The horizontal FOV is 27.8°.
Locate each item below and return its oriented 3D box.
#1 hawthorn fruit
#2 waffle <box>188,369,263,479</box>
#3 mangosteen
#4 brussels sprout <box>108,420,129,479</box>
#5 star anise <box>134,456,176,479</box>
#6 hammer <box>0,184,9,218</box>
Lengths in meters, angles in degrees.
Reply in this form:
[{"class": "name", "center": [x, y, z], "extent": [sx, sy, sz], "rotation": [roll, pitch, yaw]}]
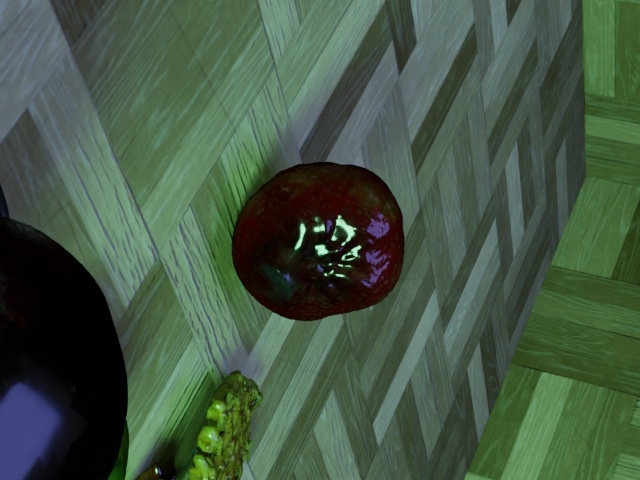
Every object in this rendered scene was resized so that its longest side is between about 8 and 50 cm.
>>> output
[{"class": "hawthorn fruit", "center": [0.000, 0.000, 1.732], "extent": [0.266, 0.230, 0.210], "rotation": [-54, 120, -86]}, {"class": "waffle", "center": [-0.135, 0.299, 1.725], "extent": [0.245, 0.052, 0.254], "rotation": [-26, 129, -79]}, {"class": "mangosteen", "center": [-0.309, 0.101, 0.922], "extent": [0.347, 0.307, 0.307], "rotation": [42, 53, -17]}, {"class": "brussels sprout", "center": [-0.259, 0.203, 1.315], "extent": [0.183, 0.131, 0.146], "rotation": [78, 28, -55]}, {"class": "star anise", "center": [-0.216, 0.345, 1.601], "extent": [0.168, 0.057, 0.168], "rotation": [-57, 161, -32]}, {"class": "hammer", "center": [-0.380, 0.126, 1.104], "extent": [0.168, 0.044, 0.440], "rotation": [38, 68, -64]}]
